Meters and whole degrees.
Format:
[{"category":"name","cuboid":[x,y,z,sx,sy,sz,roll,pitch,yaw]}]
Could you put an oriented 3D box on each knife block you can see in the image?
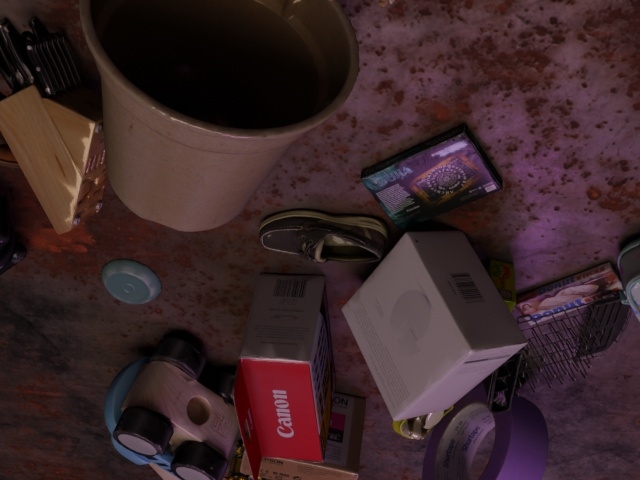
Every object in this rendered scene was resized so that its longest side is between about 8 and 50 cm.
[{"category":"knife block","cuboid":[-0.427,-0.179,1.155,0.242,0.088,0.276,26,119,6]}]

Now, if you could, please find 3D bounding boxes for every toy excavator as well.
[{"category":"toy excavator","cuboid":[-0.326,0.436,1.711,0.433,0.222,0.445,41,141,-26]}]

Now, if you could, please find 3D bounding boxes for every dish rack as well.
[{"category":"dish rack","cuboid":[0.413,0.191,1.346,0.271,0.074,0.208,-15,142,-6]}]

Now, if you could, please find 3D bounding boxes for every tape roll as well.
[{"category":"tape roll","cuboid":[0.312,0.416,1.496,0.090,0.275,0.275,28,131,-17]}]

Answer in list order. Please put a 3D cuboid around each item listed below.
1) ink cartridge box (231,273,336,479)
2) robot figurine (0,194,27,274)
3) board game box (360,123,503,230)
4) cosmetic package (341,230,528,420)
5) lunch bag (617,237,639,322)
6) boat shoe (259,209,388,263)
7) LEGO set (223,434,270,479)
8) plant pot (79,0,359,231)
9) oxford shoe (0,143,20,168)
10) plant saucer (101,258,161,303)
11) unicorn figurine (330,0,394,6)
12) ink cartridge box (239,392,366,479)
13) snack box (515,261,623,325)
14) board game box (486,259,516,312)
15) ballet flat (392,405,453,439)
[{"category":"ink cartridge box","cuboid":[-0.057,0.265,1.425,0.130,0.272,0.309,2,133,9]},{"category":"robot figurine","cuboid":[-0.657,0.011,1.371,0.278,0.173,0.209,-32,110,33]},{"category":"board game box","cuboid":[0.173,-0.095,1.215,0.186,0.026,0.126,-22,125,28]},{"category":"cosmetic package","cuboid":[0.178,0.138,1.276,0.138,0.224,0.225,-1,144,-37]},{"category":"lunch bag","cuboid":[0.613,0.085,1.246,0.224,0.108,0.279,-22,125,30]},{"category":"boat shoe","cuboid":[0.001,0.001,1.303,0.223,0.073,0.080,2,133,9]},{"category":"LEGO set","cuboid":[-0.071,0.611,1.804,0.331,0.192,0.255,35,129,-21]},{"category":"plant pot","cuboid":[-0.160,-0.180,1.028,0.334,0.334,0.305,21,144,-9]},{"category":"oxford shoe","cuboid":[-0.434,-0.154,1.256,0.212,0.076,0.076,-1,108,7]},{"category":"plant saucer","cuboid":[-0.366,0.085,1.486,0.119,0.021,0.119,6,133,6]},{"category":"unicorn figurine","cuboid":[0.040,-0.356,0.967,0.162,0.111,0.060,4,178,-22]},{"category":"ink cartridge box","cuboid":[-0.032,0.401,1.600,0.234,0.193,0.088,11,131,-1]},{"category":"snack box","cuboid":[0.431,0.094,1.346,0.178,0.022,0.064,-26,125,29]},{"category":"board game box","cuboid":[0.293,0.131,1.358,0.043,0.092,0.181,12,134,0]},{"category":"ballet flat","cuboid":[0.211,0.365,1.602,0.077,0.077,0.231,22,133,-11]}]
